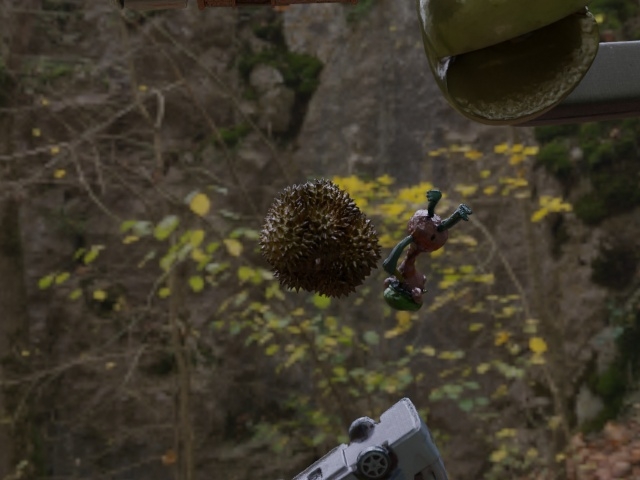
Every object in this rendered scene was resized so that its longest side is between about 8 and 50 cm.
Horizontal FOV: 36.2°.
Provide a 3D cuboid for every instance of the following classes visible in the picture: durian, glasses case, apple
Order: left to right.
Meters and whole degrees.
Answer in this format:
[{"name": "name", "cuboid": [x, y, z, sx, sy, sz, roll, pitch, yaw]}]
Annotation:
[{"name": "durian", "cuboid": [0.000, 0.000, 1.244, 0.137, 0.158, 0.168, -34, 23, 22]}, {"name": "apple", "cuboid": [0.281, -0.323, 1.485, 0.254, 0.291, 0.292, -24, -7, 1]}, {"name": "glasses case", "cuboid": [0.466, -0.274, 1.702, 0.323, 0.131, 0.074, -6, -21, -5]}]

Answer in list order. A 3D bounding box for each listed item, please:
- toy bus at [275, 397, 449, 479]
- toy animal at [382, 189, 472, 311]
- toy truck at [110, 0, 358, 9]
[{"name": "toy bus", "cuboid": [0.028, 0.367, 1.370, 0.330, 0.136, 0.109, -36, 17, 6]}, {"name": "toy animal", "cuboid": [0.155, 0.017, 1.547, 0.103, 0.208, 0.100, 0, 39, -43]}, {"name": "toy truck", "cuboid": [-0.125, -0.419, 1.371, 0.388, 0.173, 0.207, -3, -16, -3]}]
